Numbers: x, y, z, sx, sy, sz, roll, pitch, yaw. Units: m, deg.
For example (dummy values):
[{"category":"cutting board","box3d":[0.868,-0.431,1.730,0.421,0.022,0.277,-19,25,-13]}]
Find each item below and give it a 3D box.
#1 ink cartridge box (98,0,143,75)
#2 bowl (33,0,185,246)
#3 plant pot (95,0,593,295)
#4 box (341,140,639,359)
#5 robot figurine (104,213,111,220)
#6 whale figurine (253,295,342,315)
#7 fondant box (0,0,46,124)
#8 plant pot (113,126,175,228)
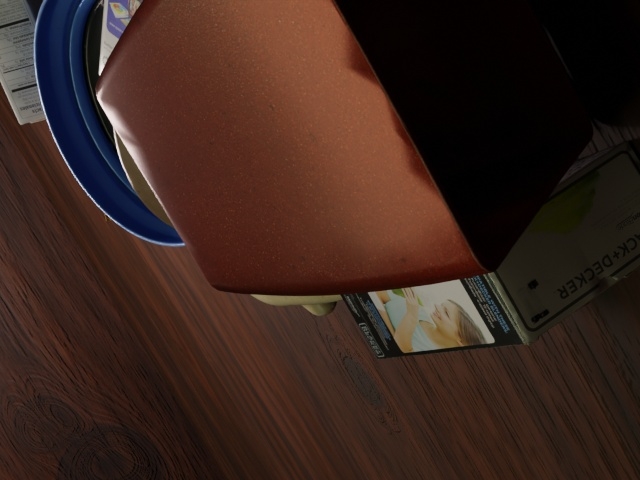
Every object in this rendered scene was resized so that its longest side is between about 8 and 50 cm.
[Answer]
[{"category":"ink cartridge box","box3d":[-0.167,-0.291,1.154,0.165,0.065,0.333,38,137,23]},{"category":"bowl","box3d":[-0.238,-0.183,1.399,0.391,0.077,0.391,24,130,32]},{"category":"plant pot","box3d":[0.004,-0.106,0.740,0.235,0.267,0.267,-24,101,35]},{"category":"box","box3d":[0.145,0.019,0.880,0.087,0.169,0.290,60,161,-3]},{"category":"robot figurine","box3d":[-0.339,-0.184,1.652,0.211,0.085,0.291,-117,16,-81]},{"category":"whale figurine","box3d":[0.000,0.000,1.269,0.272,0.141,0.216,13,139,27]},{"category":"fondant box","box3d":[-0.482,-0.384,1.625,0.238,0.096,0.330,-103,-2,-58]},{"category":"plant pot","box3d":[-0.032,-0.122,0.998,0.229,0.263,0.263,8,130,42]}]
